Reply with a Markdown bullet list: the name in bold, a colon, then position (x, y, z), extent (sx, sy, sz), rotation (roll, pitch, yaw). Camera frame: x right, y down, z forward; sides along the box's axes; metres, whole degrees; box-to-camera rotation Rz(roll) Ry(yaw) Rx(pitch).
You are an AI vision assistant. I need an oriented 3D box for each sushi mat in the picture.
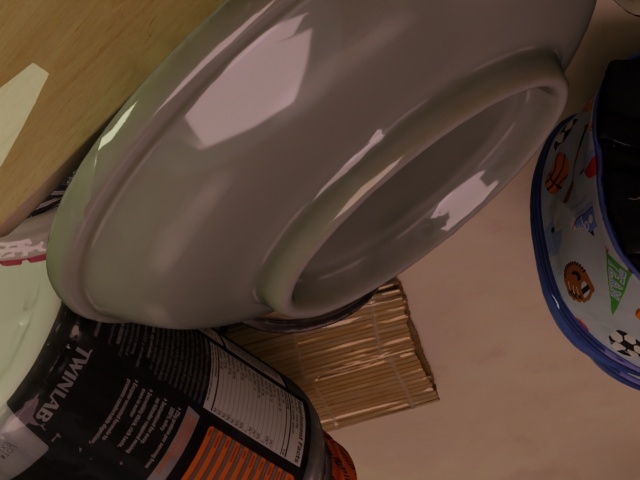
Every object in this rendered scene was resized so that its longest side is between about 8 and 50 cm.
- **sushi mat**: position (-0.069, 0.124, 1.488), extent (0.316, 0.019, 0.151), rotation (-16, 136, 3)

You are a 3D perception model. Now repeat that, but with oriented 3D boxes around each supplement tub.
- **supplement tub**: position (-0.132, 0.143, 1.347), extent (0.193, 0.193, 0.316), rotation (-37, 126, 23)

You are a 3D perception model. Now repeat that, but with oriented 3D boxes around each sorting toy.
- **sorting toy**: position (-0.153, -0.177, 1.002), extent (0.257, 0.255, 0.089), rotation (-41, 168, 27)

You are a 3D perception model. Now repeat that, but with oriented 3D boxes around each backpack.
- **backpack**: position (0.277, -0.009, 1.282), extent (0.263, 0.276, 0.213), rotation (15, 143, -23)

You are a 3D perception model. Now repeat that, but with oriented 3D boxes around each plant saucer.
- **plant saucer**: position (0.032, -0.057, 1.062), extent (0.400, 0.100, 0.400), rotation (-35, 165, -11)

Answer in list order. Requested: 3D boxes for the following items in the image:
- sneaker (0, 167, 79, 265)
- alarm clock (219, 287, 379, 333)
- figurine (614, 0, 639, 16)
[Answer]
- **sneaker**: position (-0.154, -0.072, 1.205), extent (0.299, 0.121, 0.112), rotation (-16, 123, -7)
- **alarm clock**: position (0.000, 0.000, 1.343), extent (0.192, 0.064, 0.129), rotation (-15, 137, 6)
- **figurine**: position (0.228, -0.243, 0.915), extent (0.209, 0.092, 0.215), rotation (-33, 152, -24)
